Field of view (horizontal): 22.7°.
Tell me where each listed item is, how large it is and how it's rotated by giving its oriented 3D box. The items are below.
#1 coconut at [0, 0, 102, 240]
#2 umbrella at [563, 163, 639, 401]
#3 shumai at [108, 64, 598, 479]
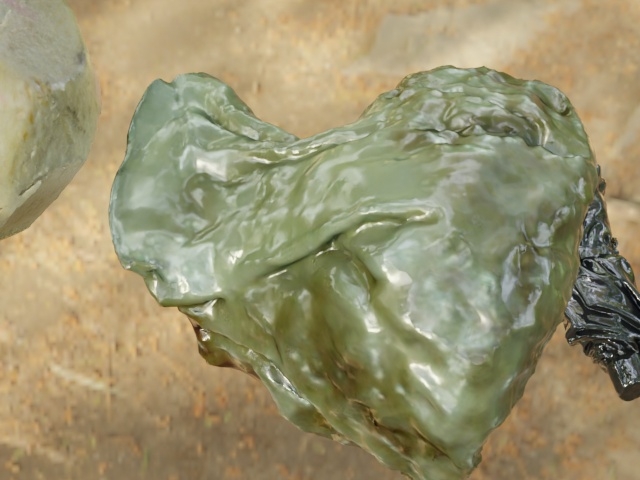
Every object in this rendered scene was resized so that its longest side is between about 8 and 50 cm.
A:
[{"bbox_3d":[-0.429,-0.146,1.812,0.352,0.353,0.353,3,43,-3],"label":"coconut"},{"bbox_3d":[0.278,0.042,1.647,0.110,0.122,0.272,-20,55,9],"label":"umbrella"},{"bbox_3d":[0.000,0.000,1.060,0.288,0.292,0.330,25,25,-10],"label":"shumai"}]
